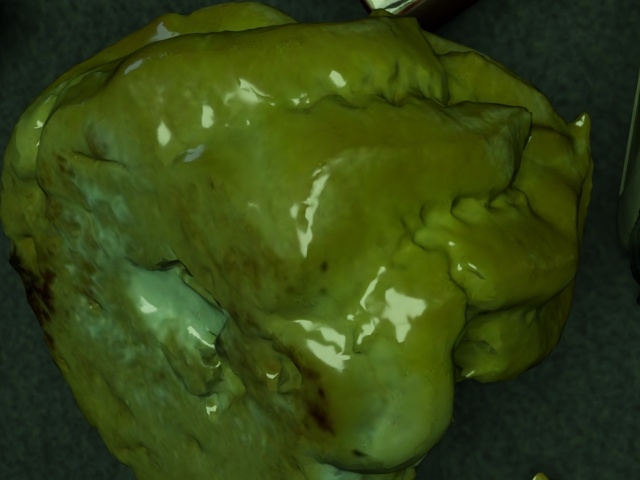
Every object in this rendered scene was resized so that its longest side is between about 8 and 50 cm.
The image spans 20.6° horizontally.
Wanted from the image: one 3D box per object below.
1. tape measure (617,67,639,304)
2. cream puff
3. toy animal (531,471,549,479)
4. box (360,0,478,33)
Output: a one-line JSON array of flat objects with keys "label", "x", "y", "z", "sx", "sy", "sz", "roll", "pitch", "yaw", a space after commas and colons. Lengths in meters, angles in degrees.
[{"label": "tape measure", "x": 0.241, "y": -0.085, "z": 0.962, "sx": 0.133, "sy": 0.231, "sz": 0.271, "roll": 12, "pitch": 90, "yaw": 5}, {"label": "cream puff", "x": -0.001, "y": 0.000, "z": 0.991, "sx": 0.257, "sy": 0.324, "sz": 0.291, "roll": -29, "pitch": 69, "yaw": -34}, {"label": "toy animal", "x": 0.145, "y": 0.181, "z": 1.057, "sx": 0.081, "sy": 0.060, "sz": 0.083, "roll": 8, "pitch": 91, "yaw": 47}, {"label": "box", "x": 0.081, "y": -0.368, "z": 1.042, "sx": 0.344, "sy": 0.122, "sz": 0.385, "roll": -34, "pitch": 85, "yaw": 6}]
